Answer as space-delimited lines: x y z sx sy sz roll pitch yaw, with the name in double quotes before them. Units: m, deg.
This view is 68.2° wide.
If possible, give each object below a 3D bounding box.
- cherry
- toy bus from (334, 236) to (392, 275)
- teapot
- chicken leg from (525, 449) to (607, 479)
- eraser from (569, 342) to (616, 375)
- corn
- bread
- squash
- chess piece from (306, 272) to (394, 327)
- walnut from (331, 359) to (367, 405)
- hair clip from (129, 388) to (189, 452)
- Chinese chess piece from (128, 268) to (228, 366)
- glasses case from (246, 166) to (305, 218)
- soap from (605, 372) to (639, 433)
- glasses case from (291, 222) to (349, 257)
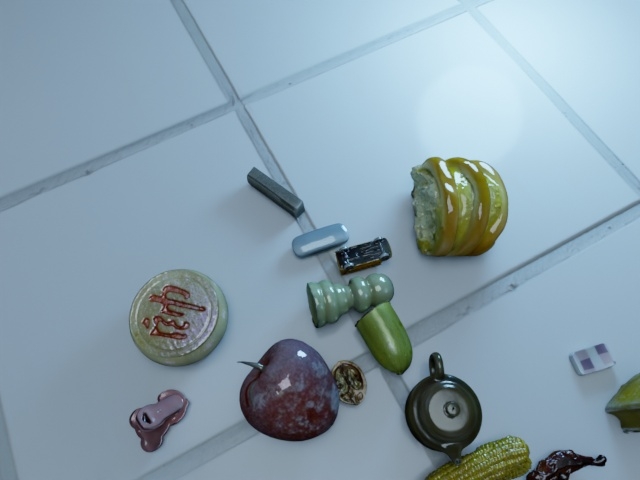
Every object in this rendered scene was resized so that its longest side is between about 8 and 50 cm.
"cherry" -0.086 0.370 1.190 0.285 0.213 0.236 32 100 -8
"toy bus" 0.128 0.049 1.399 0.161 0.074 0.070 -15 59 -3
"teapot" 0.309 0.414 1.180 0.185 0.175 0.268 -5 66 -3
"chicken leg" 0.598 0.570 1.171 0.219 0.048 0.090 -29 72 -11
"eraser" 0.739 0.324 1.287 0.105 0.026 0.065 -17 64 -5
"corn" 0.377 0.562 1.151 0.291 0.101 0.101 -20 67 -6
"bread" 0.408 -0.109 1.389 0.269 0.211 0.316 0 69 0
"squash" 0.181 0.271 1.276 0.122 0.123 0.187 -24 67 -9
"chess piece" 0.089 0.158 1.332 0.242 0.133 0.133 -11 66 -11
"walnut" 0.075 0.382 1.265 0.091 0.052 0.121 -19 69 -8
"hair clip" -0.425 0.468 1.253 0.123 0.102 0.138 45 42 17
"Chinese chess piece" -0.393 0.213 1.321 0.269 0.112 0.270 -1 67 2
"glasses case" -0.142 -0.149 1.496 0.204 0.071 0.047 37 76 15
"soap" 0.825 0.373 1.128 0.173 0.274 0.089 -36 71 -13
"glasses case" 0.000 0.000 1.439 0.178 0.045 0.067 -18 67 -7
